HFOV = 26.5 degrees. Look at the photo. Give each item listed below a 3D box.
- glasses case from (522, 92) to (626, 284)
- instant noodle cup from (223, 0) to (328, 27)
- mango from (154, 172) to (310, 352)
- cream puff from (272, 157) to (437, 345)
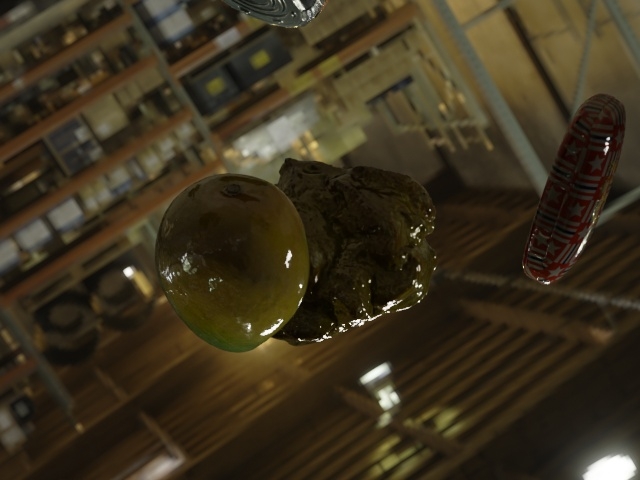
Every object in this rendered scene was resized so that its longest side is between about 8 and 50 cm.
[{"bbox_3d":[0.237,-0.041,1.257,0.073,0.049,0.194,-36,147,-50],"label":"glasses case"},{"bbox_3d":[-0.037,-0.258,1.130,0.125,0.178,0.208,-62,164,-11],"label":"instant noodle cup"},{"bbox_3d":[-0.070,0.024,1.068,0.092,0.130,0.194,-54,160,-30],"label":"mango"},{"bbox_3d":[0.010,0.014,1.463,0.244,0.196,0.244,7,-176,0],"label":"cream puff"}]
